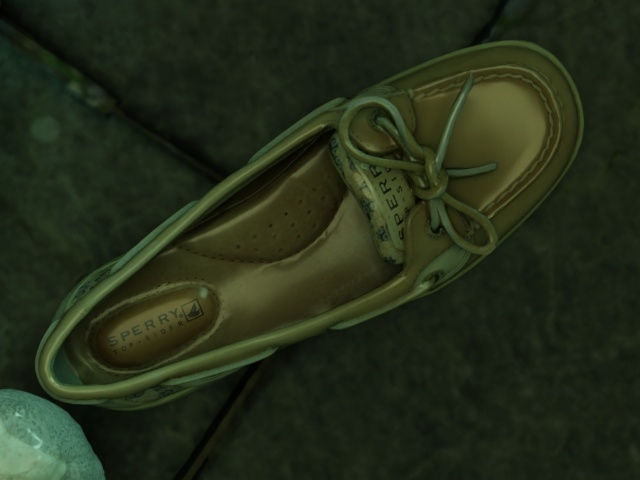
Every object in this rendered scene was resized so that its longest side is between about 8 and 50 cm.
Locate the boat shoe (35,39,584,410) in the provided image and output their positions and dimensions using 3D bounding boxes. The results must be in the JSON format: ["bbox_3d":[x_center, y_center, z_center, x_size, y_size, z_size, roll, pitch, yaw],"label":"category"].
[{"bbox_3d":[0.000,0.000,0.665,0.285,0.089,0.104,-33,90,3],"label":"boat shoe"}]

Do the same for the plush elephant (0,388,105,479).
[{"bbox_3d":[-0.119,0.269,0.579,0.272,0.255,0.330,40,99,-16],"label":"plush elephant"}]
